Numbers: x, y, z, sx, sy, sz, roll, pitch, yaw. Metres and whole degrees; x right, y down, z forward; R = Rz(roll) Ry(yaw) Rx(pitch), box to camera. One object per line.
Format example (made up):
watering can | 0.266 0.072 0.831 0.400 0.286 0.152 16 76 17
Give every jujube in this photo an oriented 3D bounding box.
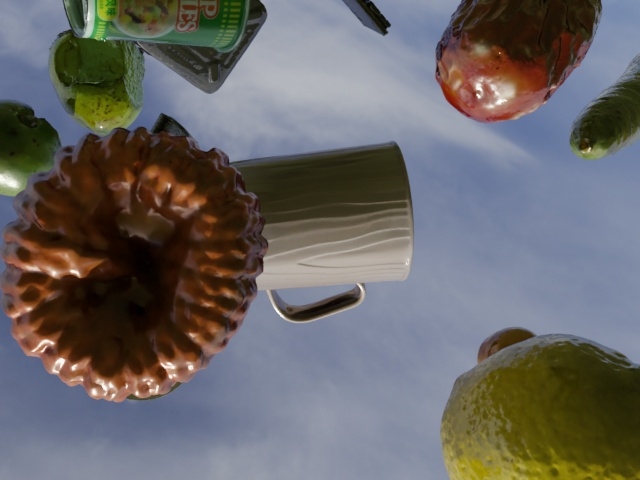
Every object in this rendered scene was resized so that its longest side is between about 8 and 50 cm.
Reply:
jujube | 0.157 -0.163 0.499 0.109 0.112 0.176 30 -126 4

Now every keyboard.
keyboard | -0.008 -0.430 0.924 0.317 0.027 0.106 39 -169 -34

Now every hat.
hat | -0.226 0.005 0.770 0.285 0.400 0.285 -2 -83 -16

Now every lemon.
lemon | 0.349 0.302 0.959 0.336 0.336 0.336 14 -125 -21

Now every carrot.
carrot | 0.331 -0.148 0.652 0.074 0.074 0.358 50 -136 7

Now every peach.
peach | 0.375 0.240 1.236 0.138 0.138 0.138 14 -125 -21

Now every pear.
pear | -0.581 -0.386 1.577 0.238 0.164 0.255 -5 -106 7

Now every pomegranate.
pomegranate | -0.758 -0.201 1.499 0.236 0.302 0.236 25 -129 -35

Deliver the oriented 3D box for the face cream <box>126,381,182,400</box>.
face cream | -0.279 0.149 1.017 0.177 0.177 0.153 32 -173 -8

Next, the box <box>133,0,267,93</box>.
box | -0.296 -0.544 1.561 0.073 0.289 0.290 40 -174 39

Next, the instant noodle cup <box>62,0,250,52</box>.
instant noodle cup | -0.254 -0.377 0.930 0.233 0.207 0.207 -15 -111 -31

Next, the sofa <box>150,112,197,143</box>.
sofa | -0.311 -0.216 1.317 0.039 0.060 0.118 19 -159 -52

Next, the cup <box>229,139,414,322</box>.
cup | -0.002 -0.017 0.991 0.273 0.288 0.208 -5 -119 -5
